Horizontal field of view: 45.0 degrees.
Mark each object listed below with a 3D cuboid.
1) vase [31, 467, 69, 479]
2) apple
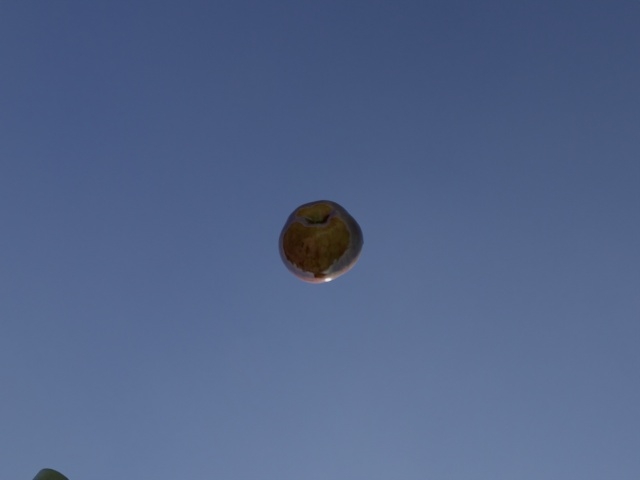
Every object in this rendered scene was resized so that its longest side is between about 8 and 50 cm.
[{"bbox_3d":[-0.438,0.427,1.076,0.096,0.219,0.096,15,-57,24],"label":"vase"},{"bbox_3d":[-0.003,0.000,1.117,0.126,0.126,0.102,6,-45,23],"label":"apple"}]
